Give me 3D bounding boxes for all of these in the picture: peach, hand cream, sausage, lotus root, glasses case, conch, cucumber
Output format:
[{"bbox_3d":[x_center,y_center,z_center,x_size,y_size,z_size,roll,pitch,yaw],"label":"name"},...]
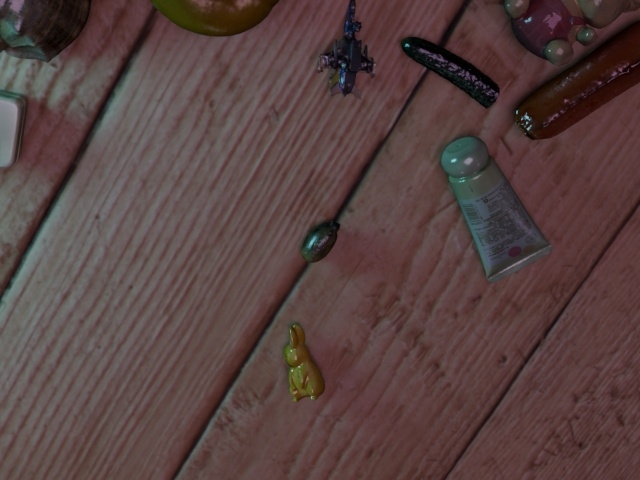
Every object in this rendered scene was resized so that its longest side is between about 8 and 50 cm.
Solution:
[{"bbox_3d":[-0.179,-0.470,1.583,0.251,0.153,0.251,0,110,0],"label":"peach"},{"bbox_3d":[0.339,-0.063,1.823,0.147,0.093,0.306,-29,112,5],"label":"hand cream"},{"bbox_3d":[0.519,-0.302,1.759,0.330,0.102,0.102,-34,110,6],"label":"sausage"},{"bbox_3d":[0.000,0.000,1.821,0.049,0.054,0.099,31,105,-38],"label":"lotus root"},{"bbox_3d":[-0.690,-0.223,1.643,0.312,0.070,0.131,11,108,-11],"label":"glasses case"},{"bbox_3d":[-0.506,-0.403,1.556,0.291,0.159,0.210,-43,108,7],"label":"conch"},{"bbox_3d":[0.244,-0.324,1.740,0.214,0.052,0.058,30,132,-14],"label":"cucumber"}]

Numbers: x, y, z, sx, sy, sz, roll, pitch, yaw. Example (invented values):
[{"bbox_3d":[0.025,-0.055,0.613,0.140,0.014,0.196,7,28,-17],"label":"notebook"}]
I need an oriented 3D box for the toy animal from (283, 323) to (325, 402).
[{"bbox_3d":[-0.041,0.248,1.905,0.070,0.083,0.159,-13,101,25],"label":"toy animal"}]

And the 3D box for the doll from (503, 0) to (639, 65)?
[{"bbox_3d":[0.465,-0.447,1.672,0.256,0.152,0.196,-39,123,3],"label":"doll"}]

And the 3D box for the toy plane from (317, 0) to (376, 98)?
[{"bbox_3d":[0.057,-0.355,1.698,0.135,0.062,0.188,1,108,-38],"label":"toy plane"}]
